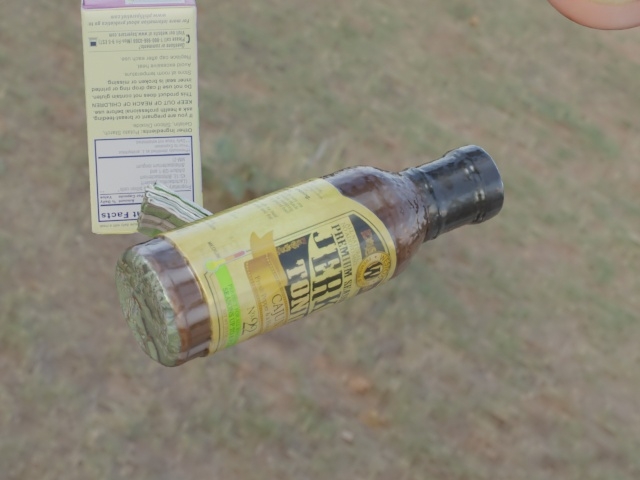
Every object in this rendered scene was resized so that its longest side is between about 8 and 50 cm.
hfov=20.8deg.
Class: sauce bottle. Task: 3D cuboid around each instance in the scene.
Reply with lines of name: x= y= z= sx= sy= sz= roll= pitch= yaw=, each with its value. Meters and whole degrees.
sauce bottle: x=0.000 y=0.000 z=1.475 sx=0.344 sy=0.111 sz=0.111 roll=-22 pitch=46 yaw=-24

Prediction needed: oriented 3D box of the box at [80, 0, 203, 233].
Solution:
box: x=-0.191 y=-0.158 z=1.854 sx=0.117 sy=0.243 sz=0.213 roll=-2 pitch=21 yaw=-7

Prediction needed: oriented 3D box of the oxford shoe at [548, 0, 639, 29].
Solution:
oxford shoe: x=0.182 y=-0.353 z=1.364 sx=0.140 sy=0.146 sz=0.397 roll=-19 pitch=57 yaw=-10

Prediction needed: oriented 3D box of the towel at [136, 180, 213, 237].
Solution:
towel: x=-0.126 y=-0.005 z=1.682 sx=0.113 sy=0.023 sz=0.152 roll=31 pitch=-17 yaw=-3
